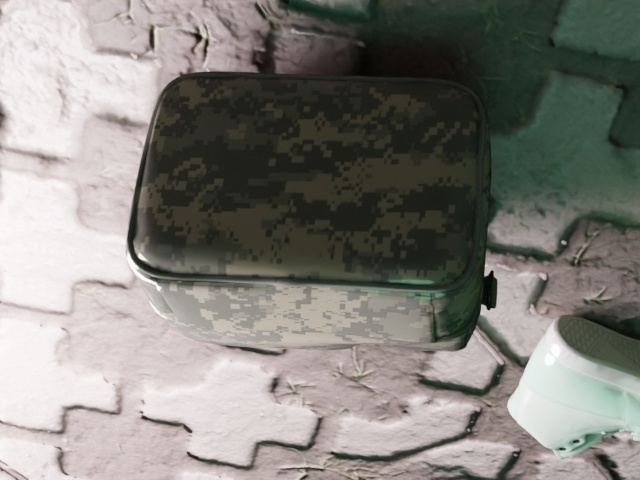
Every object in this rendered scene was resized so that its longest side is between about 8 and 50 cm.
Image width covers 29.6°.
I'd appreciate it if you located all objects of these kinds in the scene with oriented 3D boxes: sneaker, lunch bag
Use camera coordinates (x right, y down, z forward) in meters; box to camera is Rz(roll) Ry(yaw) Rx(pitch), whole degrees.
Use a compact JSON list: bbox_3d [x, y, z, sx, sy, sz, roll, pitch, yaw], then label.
[{"bbox_3d":[0.327,0.185,1.287,0.256,0.094,0.151,25,128,-4],"label":"sneaker"},{"bbox_3d":[0.000,0.000,1.061,0.305,0.212,0.256,2,153,10],"label":"lunch bag"}]
